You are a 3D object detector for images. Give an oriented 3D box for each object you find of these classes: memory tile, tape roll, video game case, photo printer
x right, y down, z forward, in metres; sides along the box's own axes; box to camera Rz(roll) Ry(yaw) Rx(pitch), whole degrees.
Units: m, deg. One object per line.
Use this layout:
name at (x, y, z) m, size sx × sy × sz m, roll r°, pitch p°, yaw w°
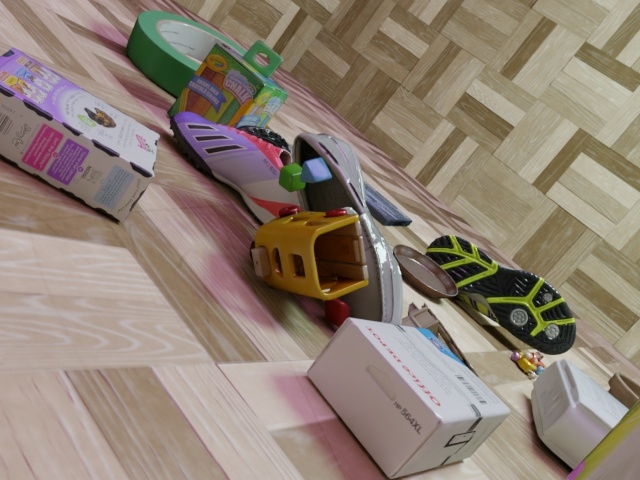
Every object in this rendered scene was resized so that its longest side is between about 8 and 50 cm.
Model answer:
memory tile at (0.208, 0.163, 1.080) m, size 0.113 × 0.012 × 0.148 m, roll 55°, pitch 2°, yaw -8°
tape roll at (-0.281, -0.413, 1.533) m, size 0.321 × 0.077 × 0.321 m, roll 26°, pitch 29°, yaw -15°
video game case at (0.152, -0.110, 1.888) m, size 0.196 × 0.026 × 0.274 m, roll 41°, pitch 15°, yaw 15°
photo printer at (0.500, 0.352, 1.093) m, size 0.308 × 0.107 × 0.256 m, roll 40°, pitch 14°, yaw 6°

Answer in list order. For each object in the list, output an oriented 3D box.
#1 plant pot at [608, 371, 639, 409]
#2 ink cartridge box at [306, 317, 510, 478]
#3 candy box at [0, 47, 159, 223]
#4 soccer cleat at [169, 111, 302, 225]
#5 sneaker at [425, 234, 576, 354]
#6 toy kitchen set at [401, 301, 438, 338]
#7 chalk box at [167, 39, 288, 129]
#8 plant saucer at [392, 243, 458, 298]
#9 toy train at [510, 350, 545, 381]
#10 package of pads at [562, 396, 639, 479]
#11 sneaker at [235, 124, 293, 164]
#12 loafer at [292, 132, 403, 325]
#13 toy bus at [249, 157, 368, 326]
plant pot at (0.690, 0.400, 1.405) m, size 0.237 × 0.109 × 0.237 m, roll 36°, pitch 13°, yaw -10°
ink cartridge box at (0.102, 0.170, 0.738) m, size 0.148 × 0.085 × 0.203 m, roll 46°, pitch 17°, yaw 32°
candy box at (-0.286, -0.122, 0.749) m, size 0.196 × 0.070 × 0.165 m, roll 31°, pitch 15°, yaw -22°
soccer cleat at (-0.116, -0.130, 1.094) m, size 0.318 × 0.116 × 0.109 m, roll 42°, pitch 15°, yaw 17°
sneaker at (0.419, 0.119, 1.539) m, size 0.385 × 0.145 × 0.147 m, roll 39°, pitch -1°, yaw 13°
toy kitchen set at (0.132, 0.139, 1.027) m, size 0.068 × 0.075 × 0.083 m, roll 53°, pitch -20°, yaw 37°
chalk box at (-0.161, -0.280, 1.267) m, size 0.132 × 0.213 × 0.132 m, roll 40°, pitch 14°, yaw 11°
plant saucer at (0.220, 0.072, 1.432) m, size 0.169 × 0.029 × 0.168 m, roll 29°, pitch 22°, yaw -13°
toy train at (0.471, 0.276, 1.394) m, size 0.125 × 0.046 × 0.166 m, roll 28°, pitch 16°, yaw -32°
package of pads at (0.316, 0.258, 0.548) m, size 0.229 × 0.296 × 0.101 m, roll 44°, pitch 7°, yaw 25°
sneaker at (-0.100, -0.160, 1.312) m, size 0.108 × 0.100 × 0.272 m, roll 32°, pitch 5°, yaw 30°
loafer at (0.027, -0.007, 0.925) m, size 0.112 × 0.112 × 0.319 m, roll 14°, pitch 52°, yaw -52°
toy bus at (-0.035, 0.016, 0.844) m, size 0.104 × 0.202 × 0.191 m, roll -19°, pitch 59°, yaw -37°
